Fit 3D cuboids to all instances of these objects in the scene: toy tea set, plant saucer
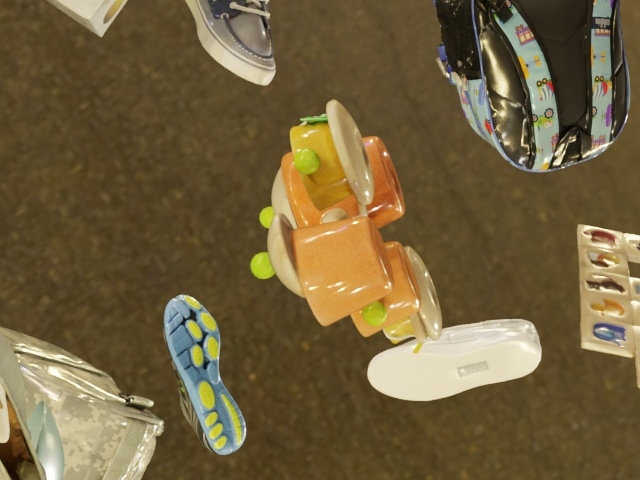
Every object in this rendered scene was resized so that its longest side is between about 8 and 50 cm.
[{"bbox_3d":[0.000,0.000,1.243,0.336,0.124,0.200,30,42,-76],"label":"toy tea set"},{"bbox_3d":[-0.255,0.233,1.315,0.037,0.195,0.195,21,42,-14],"label":"plant saucer"}]

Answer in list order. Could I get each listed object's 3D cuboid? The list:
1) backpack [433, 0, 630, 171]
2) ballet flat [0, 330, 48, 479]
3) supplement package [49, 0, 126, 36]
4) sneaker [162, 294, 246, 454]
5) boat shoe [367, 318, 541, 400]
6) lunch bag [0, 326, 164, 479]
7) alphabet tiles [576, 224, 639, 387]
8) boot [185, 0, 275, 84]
[{"bbox_3d":[0.183,-0.151,1.317,0.158,0.117,0.173,-18,106,-23],"label":"backpack"},{"bbox_3d":[-0.196,0.114,0.889,0.213,0.072,0.068,80,-17,-46],"label":"ballet flat"},{"bbox_3d":[-0.228,-0.290,1.449,0.134,0.139,0.244,35,1,-7],"label":"supplement package"},{"bbox_3d":[-0.144,0.156,1.754,0.067,0.078,0.188,-19,91,-34],"label":"sneaker"},{"bbox_3d":[0.141,0.118,1.629,0.063,0.184,0.066,-77,147,-61],"label":"boat shoe"},{"bbox_3d":[-0.319,0.274,1.672,0.212,0.256,0.305,26,88,-45],"label":"lunch bag"},{"bbox_3d":[0.298,0.061,1.187,0.198,0.009,0.237,12,28,3],"label":"alphabet tiles"},{"bbox_3d":[-0.076,-0.228,1.459,0.069,0.086,0.190,14,29,-34],"label":"boot"}]
